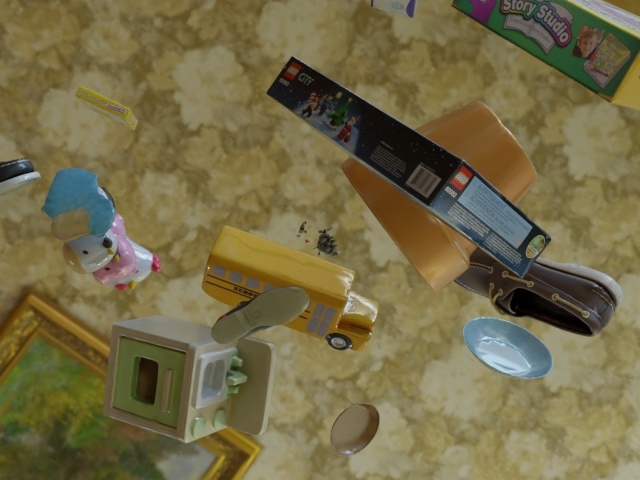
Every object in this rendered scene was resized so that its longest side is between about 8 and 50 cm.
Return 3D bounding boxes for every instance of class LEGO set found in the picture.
[{"bbox_3d":[-0.002,0.002,1.378,0.023,0.083,0.054,-40,139,-68],"label":"LEGO set"}]

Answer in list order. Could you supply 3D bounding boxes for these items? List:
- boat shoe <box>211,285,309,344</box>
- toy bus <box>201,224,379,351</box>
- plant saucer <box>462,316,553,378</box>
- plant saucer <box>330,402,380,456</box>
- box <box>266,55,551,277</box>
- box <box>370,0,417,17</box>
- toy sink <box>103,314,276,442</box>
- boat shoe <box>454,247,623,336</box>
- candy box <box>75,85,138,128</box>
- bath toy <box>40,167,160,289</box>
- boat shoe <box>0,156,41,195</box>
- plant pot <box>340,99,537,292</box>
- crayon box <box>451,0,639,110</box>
[{"bbox_3d":[-0.078,0.097,1.113,0.137,0.049,0.043,-26,178,3],"label":"boat shoe"},{"bbox_3d":[-0.049,0.092,1.608,0.130,0.333,0.108,110,-1,-45],"label":"toy bus"},{"bbox_3d":[0.381,0.232,1.753,0.195,0.195,0.037,-71,178,-61],"label":"plant saucer"},{"bbox_3d":[0.045,0.258,1.173,0.083,0.083,0.015,-54,-141,-3],"label":"plant saucer"},{"bbox_3d":[0.073,-0.067,0.737,0.044,0.159,0.233,-54,-133,5],"label":"box"},{"bbox_3d":[0.127,-0.426,1.264,0.126,0.072,0.137,79,27,-78],"label":"box"},{"bbox_3d":[-0.207,0.218,1.324,0.131,0.234,0.152,-4,103,-63],"label":"toy sink"},{"bbox_3d":[0.358,0.087,1.500,0.324,0.116,0.096,16,-126,37],"label":"boat shoe"},{"bbox_3d":[-0.429,-0.265,1.719,0.206,0.105,0.027,-169,-79,-82],"label":"candy box"},{"bbox_3d":[-0.366,0.007,1.467,0.348,0.129,0.151,84,19,-71],"label":"bath toy"},{"bbox_3d":[-0.551,-0.094,1.275,0.303,0.091,0.114,-11,-174,24],"label":"boat shoe"},{"bbox_3d":[0.160,-0.070,1.073,0.188,0.205,0.205,-37,-168,6],"label":"plant pot"},{"bbox_3d":[0.441,-0.318,1.357,0.363,0.313,0.106,47,-56,41],"label":"crayon box"}]
